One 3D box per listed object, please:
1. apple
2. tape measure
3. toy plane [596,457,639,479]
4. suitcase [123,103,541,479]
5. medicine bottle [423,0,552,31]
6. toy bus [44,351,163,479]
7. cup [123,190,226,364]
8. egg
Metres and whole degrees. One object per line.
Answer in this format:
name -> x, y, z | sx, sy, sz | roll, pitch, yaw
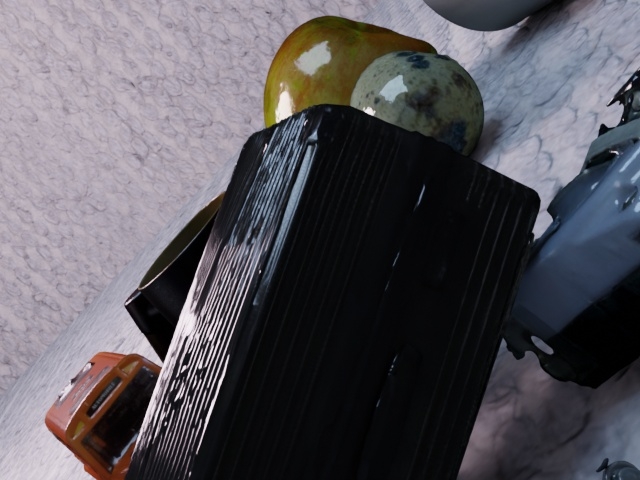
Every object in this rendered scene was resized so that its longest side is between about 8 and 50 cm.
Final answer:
apple -> 0.045, -0.169, 1.384 | 0.246, 0.246, 0.226 | -92, 16, -73
tape measure -> 0.189, -0.028, 0.572 | 0.181, 0.107, 0.182 | -50, -6, -33
toy plane -> 0.176, 0.053, 0.432 | 0.226, 0.058, 0.226 | -39, -18, -31
suitcase -> -0.021, 0.099, 0.623 | 0.229, 0.152, 0.335 | -177, 106, -74
medicine bottle -> 0.243, -0.406, 1.308 | 0.238, 0.238, 0.232 | -53, 13, -23
toy bus -> -0.197, 0.200, 1.130 | 0.143, 0.153, 0.329 | -51, 14, -16
cup -> -0.106, 0.082, 1.128 | 0.239, 0.177, 0.166 | -45, 13, 14
egg -> 0.103, -0.144, 1.179 | 0.141, 0.141, 0.182 | -48, 32, 0
